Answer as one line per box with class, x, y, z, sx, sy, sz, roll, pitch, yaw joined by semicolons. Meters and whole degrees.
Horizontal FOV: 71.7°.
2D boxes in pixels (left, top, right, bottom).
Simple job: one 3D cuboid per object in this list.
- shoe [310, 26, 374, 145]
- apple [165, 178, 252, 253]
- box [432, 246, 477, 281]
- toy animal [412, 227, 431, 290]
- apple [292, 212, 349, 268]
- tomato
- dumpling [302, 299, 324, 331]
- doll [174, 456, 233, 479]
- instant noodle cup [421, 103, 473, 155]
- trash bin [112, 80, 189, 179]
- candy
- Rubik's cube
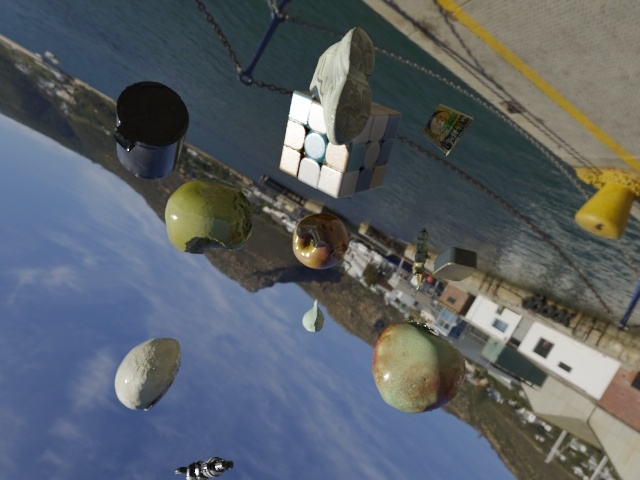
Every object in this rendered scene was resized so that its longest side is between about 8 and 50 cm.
shoe;0.048;-0.445;1.347;0.132;0.343;0.210;12;173;-36
apple;-0.349;-0.072;1.415;0.279;0.279;0.279;30;-178;-1
box;0.605;0.106;1.992;0.144;0.090;0.201;13;157;-4
toy animal;0.389;0.075;1.709;0.056;0.242;0.099;7;-165;8
apple;0.000;0.000;1.635;0.211;0.211;0.187;31;-165;28
tomato;0.311;0.402;1.459;0.303;0.303;0.239;32;157;44
dumpling;-0.023;0.386;2.222;0.104;0.149;0.217;37;173;-1
doll;-0.379;0.755;1.457;0.091;0.219;0.067;33;-138;-46
instant noodle cup;0.421;-0.378;1.489;0.122;0.152;0.151;36;-177;8
trash bin;-0.520;-0.331;1.366;0.203;0.252;0.301;43;157;-10
candy;-0.613;0.458;1.577;0.185;0.296;0.295;38;180;-17
Rubik's cube;0.081;-0.414;1.867;0.344;0.347;0.346;32;-147;30
